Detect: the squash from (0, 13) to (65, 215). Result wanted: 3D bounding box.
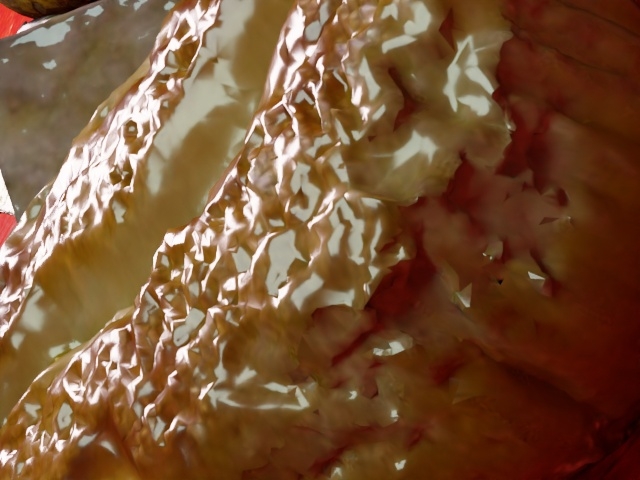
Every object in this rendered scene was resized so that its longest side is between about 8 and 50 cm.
[{"bbox_3d":[-0.228,-0.097,1.323,0.192,0.085,0.184,17,79,49],"label":"squash"}]

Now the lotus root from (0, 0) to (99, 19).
[{"bbox_3d":[-0.195,-0.291,1.321,0.397,0.179,0.196,-11,44,57],"label":"lotus root"}]

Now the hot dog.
[{"bbox_3d":[0.000,0.000,0.678,0.365,0.196,0.367,-57,33,27],"label":"hot dog"}]

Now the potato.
[{"bbox_3d":[-0.066,-0.070,0.980,0.264,0.211,0.189,-22,-1,14],"label":"potato"}]
